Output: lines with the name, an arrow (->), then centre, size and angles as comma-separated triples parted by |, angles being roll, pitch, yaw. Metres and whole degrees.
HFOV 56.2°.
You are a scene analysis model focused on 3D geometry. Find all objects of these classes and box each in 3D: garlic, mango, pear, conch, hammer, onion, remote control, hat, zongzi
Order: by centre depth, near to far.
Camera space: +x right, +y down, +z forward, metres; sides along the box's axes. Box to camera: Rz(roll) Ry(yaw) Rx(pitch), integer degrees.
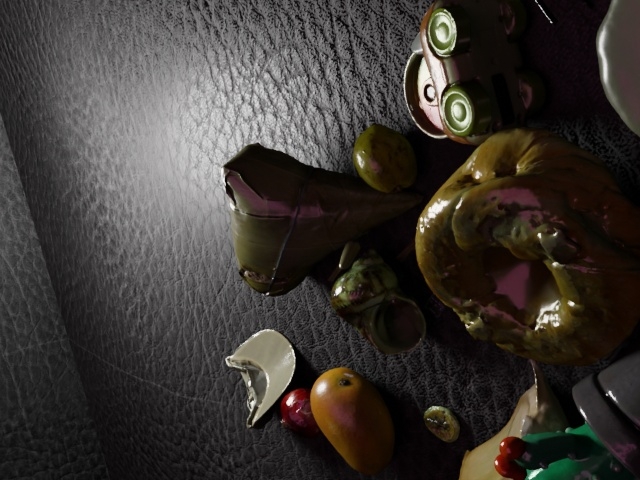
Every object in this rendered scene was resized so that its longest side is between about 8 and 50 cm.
garlic -> 0.343, 0.374, 1.057 | 0.196, 0.151, 0.338 | -120, 34, -45
pear -> 0.115, -0.144, 1.073 | 0.107, 0.107, 0.131 | -46, 62, 45
hammer -> 0.196, -0.010, 1.120 | 0.062, 0.017, 0.182 | 52, 137, 15
remote control -> 0.233, 0.104, 1.135 | 0.039, 0.014, 0.096 | 44, 132, 22
conch -> 0.114, 0.116, 1.172 | 0.187, 0.124, 0.181 | 2, 124, 13
hammer -> 0.037, 0.061, 1.206 | 0.028, 0.060, 0.195 | 27, 156, 0
zongzi -> 0.000, 0.000, 1.246 | 0.393, 0.174, 0.356 | 13, 135, 12
mango -> 0.081, 0.402, 1.332 | 0.254, 0.139, 0.175 | 57, 149, -2
onion -> -0.040, 0.420, 1.469 | 0.131, 0.131, 0.131 | 20, 121, 38
hat -> -0.134, 0.367, 1.574 | 0.245, 0.149, 0.214 | -34, 55, 15

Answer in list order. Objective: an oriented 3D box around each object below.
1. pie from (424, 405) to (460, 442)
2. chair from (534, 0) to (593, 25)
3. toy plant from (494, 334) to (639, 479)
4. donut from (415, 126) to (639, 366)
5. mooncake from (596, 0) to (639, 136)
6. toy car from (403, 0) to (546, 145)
pie -> 0.249, 0.377, 1.235 | 0.084, 0.021, 0.084 | 20, 121, 37
chair -> 0.295, -0.423, 0.742 | 0.247, 0.172, 0.159 | 50, 137, 6
toy plant -> 0.422, 0.287, 0.845 | 0.185, 0.279, 0.400 | 48, 113, 33
donut -> 0.306, 0.016, 0.875 | 0.360, 0.170, 0.360 | 29, 145, 23
mooncake -> 0.453, -0.225, 0.668 | 0.275, 0.135, 0.275 | 18, 123, 31
toy car -> 0.206, -0.253, 0.930 | 0.235, 0.145, 0.235 | 41, 141, 45
